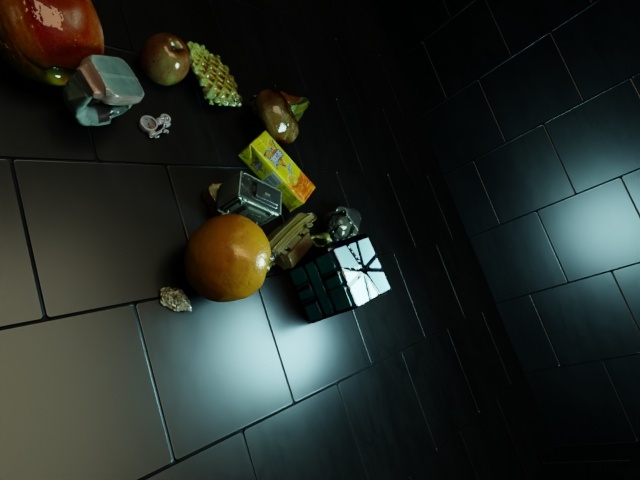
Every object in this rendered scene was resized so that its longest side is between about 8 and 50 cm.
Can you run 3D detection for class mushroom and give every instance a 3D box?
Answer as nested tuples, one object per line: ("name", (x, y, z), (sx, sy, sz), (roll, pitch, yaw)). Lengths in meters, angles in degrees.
("mushroom", (-0.205, -0.582, 2.101), (0.278, 0.163, 0.297), (53, 8, 4))

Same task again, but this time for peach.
("peach", (-0.858, -0.680, 1.421), (0.373, 0.290, 0.372), (22, 60, -45))

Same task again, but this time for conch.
("conch", (0.000, 0.000, 2.098), (0.121, 0.074, 0.089), (3, 26, -22))

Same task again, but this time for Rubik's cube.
("Rubik's cube", (0.081, 0.161, 1.939), (0.294, 0.283, 0.288), (-19, 84, -50))

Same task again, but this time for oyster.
("oyster", (-0.486, 0.198, 1.517), (0.100, 0.037, 0.098), (-2, 70, -46))

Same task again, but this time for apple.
("apple", (-0.612, -0.719, 1.788), (0.188, 0.174, 0.188), (21, 58, -37))

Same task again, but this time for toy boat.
("toy boat", (-0.149, 0.036, 1.880), (0.162, 0.136, 0.445), (36, 43, 8))

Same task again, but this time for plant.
("plant", (0.107, -0.083, 2.210), (0.164, 0.142, 0.256), (61, 29, -1))

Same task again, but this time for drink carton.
("drink carton", (-0.194, -0.314, 2.048), (0.351, 0.111, 0.154), (47, 42, -15))

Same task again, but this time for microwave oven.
("microwave oven", (-0.272, -0.150, 1.737), (0.205, 0.163, 0.129), (23, 57, -39))

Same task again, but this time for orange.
("orange", (-0.319, 0.061, 1.563), (0.312, 0.312, 0.312), (24, 54, -36))

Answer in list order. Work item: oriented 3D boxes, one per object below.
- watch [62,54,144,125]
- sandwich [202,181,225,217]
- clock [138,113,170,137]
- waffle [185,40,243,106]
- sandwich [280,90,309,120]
("watch", (-0.726, -0.475, 1.480), (0.161, 0.241, 0.253), (63, 24, -5))
("sandwich", (-0.356, -0.155, 1.826), (0.215, 0.065, 0.186), (-30, 91, -49))
("clock", (-0.625, -0.441, 1.722), (0.129, 0.041, 0.087), (-34, 91, -44))
("waffle", (-0.468, -0.714, 1.972), (0.297, 0.073, 0.317), (64, 24, 2))
("sandwich", (-0.160, -0.688, 2.301), (0.160, 0.109, 0.185), (33, 39, 7))
